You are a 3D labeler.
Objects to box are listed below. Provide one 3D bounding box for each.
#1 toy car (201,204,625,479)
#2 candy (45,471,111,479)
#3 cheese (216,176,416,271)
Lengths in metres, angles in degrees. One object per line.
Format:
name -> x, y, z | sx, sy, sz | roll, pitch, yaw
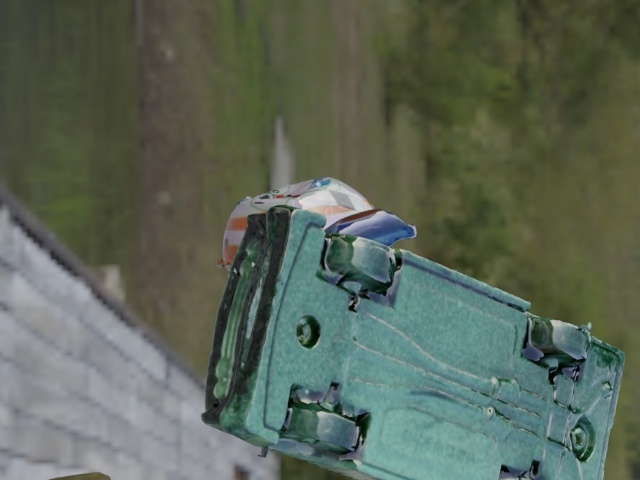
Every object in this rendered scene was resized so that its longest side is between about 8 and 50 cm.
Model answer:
toy car -> 0.060, 0.091, 1.094 | 0.321, 0.097, 0.141 | 23, 74, -41
candy -> -0.314, 0.335, 2.151 | 0.234, 0.102, 0.104 | -6, 92, -75
cheese -> 0.000, 0.000, 2.046 | 0.329, 0.217, 0.129 | 179, -105, -71
